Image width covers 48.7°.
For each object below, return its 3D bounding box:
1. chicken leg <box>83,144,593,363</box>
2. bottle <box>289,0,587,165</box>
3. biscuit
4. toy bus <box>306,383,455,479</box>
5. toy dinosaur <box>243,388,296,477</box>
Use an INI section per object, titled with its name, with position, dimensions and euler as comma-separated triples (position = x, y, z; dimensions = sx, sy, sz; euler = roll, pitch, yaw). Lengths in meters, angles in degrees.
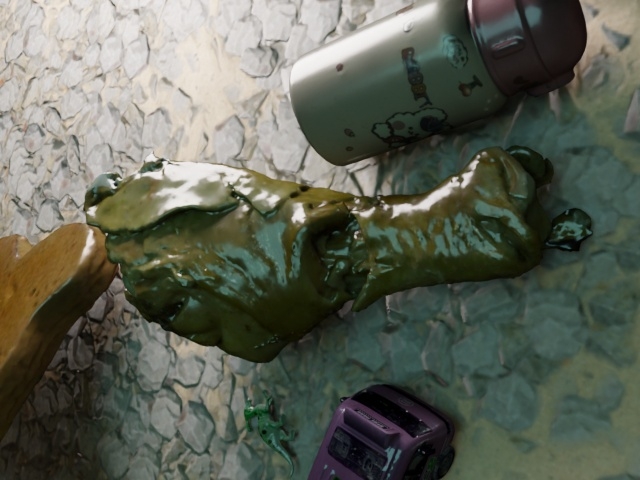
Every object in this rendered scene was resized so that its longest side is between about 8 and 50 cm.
[chicken leg]
position = 0.000, 0.000, 0.601
dimensions = 0.428, 0.152, 0.202
euler = -8, 86, 26
[bottle]
position = 0.095, -0.143, 0.578
dimensions = 0.233, 0.110, 0.110
euler = -15, 73, 31
[biscuit]
position = -0.404, 0.167, 0.816
dimensions = 0.368, 0.076, 0.394
euler = -7, 53, 42
[toy bus]
position = 0.034, 0.209, 0.564
dimensions = 0.086, 0.098, 0.178
euler = 25, 96, 36
[toy dinosaur]
position = -0.052, 0.184, 0.677
dimensions = 0.062, 0.021, 0.083
euler = -17, 68, 39
